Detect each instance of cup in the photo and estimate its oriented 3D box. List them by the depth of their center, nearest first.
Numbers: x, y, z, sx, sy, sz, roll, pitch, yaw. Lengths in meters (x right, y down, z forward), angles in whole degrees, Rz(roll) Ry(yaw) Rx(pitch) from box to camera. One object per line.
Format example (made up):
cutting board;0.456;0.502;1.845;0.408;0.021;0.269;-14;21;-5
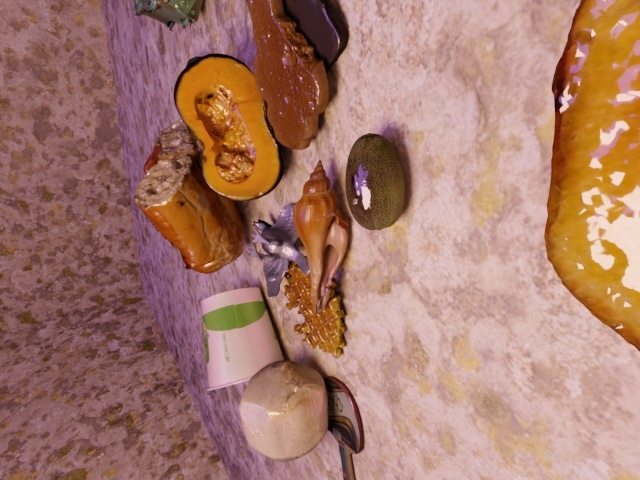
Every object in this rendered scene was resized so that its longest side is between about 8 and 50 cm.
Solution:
cup;-0.244;0.295;1.224;0.253;0.253;0.273;-36;65;56

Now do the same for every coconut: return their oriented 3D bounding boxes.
coconut;-0.092;0.416;1.014;0.227;0.227;0.230;14;117;54

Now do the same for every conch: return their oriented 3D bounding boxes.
conch;-0.001;-0.002;0.841;0.093;0.110;0.330;-125;32;-62

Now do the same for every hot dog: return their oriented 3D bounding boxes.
hot dog;-0.351;-0.097;1.150;0.367;0.196;0.365;-100;-12;-46

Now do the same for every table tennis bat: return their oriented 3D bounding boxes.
table tennis bat;0.056;0.494;1.033;0.173;0.023;0.300;9;108;57

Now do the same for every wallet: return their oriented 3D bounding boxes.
wallet;-0.066;-0.448;0.752;0.309;0.042;0.165;58;142;0

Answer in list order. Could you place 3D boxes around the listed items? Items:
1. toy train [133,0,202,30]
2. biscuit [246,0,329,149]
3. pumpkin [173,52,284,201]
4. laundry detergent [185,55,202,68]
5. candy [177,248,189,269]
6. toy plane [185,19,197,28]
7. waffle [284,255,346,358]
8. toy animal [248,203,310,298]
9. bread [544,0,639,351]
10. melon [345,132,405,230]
toy train;-0.455;-0.720;1.180;0.326;0.129;0.159;31;106;48
biscuit;-0.066;-0.333;0.769;0.184;0.047;0.319;2;120;47
pumpkin;-0.192;-0.257;0.962;0.232;0.242;0.324;-128;22;-82
laundry detergent;-0.324;-0.447;1.164;0.222;0.078;0.144;41;131;42
candy;-0.572;0.072;1.753;0.440;0.119;0.119;-36;73;63
toy plane;-0.406;-0.686;1.238;0.078;0.024;0.084;-50;59;31
waffle;-0.017;0.156;0.975;0.229;0.051;0.231;29;125;49
toy animal;-0.094;0.003;0.974;0.255;0.176;0.239;35;112;25
bread;0.309;-0.057;0.253;0.337;0.204;0.357;18;120;58
melon;0.089;-0.096;0.665;0.099;0.099;0.162;12;114;54
